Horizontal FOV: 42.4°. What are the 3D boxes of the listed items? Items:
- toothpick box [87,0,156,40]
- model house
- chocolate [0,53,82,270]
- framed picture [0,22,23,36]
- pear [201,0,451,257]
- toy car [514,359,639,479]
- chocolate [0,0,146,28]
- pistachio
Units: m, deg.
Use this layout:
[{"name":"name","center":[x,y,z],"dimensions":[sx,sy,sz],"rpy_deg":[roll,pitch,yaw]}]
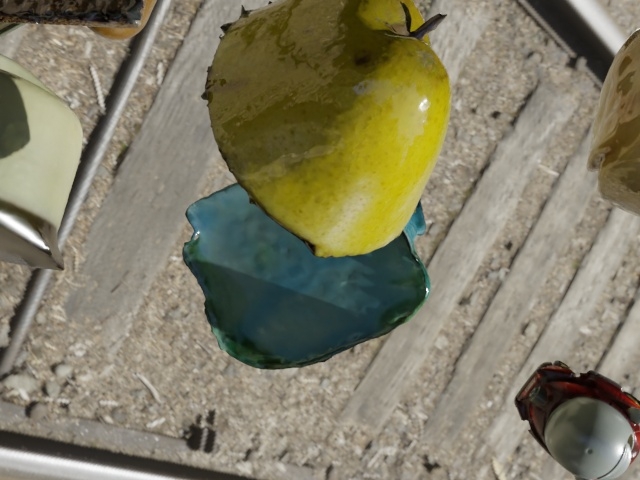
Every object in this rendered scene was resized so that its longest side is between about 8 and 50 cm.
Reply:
[{"name":"toothpick box","center":[-0.339,-0.519,1.554],"dimensions":[0.192,0.192,0.294],"rpy_deg":[13,142,-41]},{"name":"model house","center":[0.000,0.000,1.017],"dimensions":[0.261,0.241,0.226],"rpy_deg":[-22,98,18]},{"name":"chocolate","center":[-0.528,-0.143,1.339],"dimensions":[0.326,0.314,0.297],"rpy_deg":[44,64,-40]},{"name":"framed picture","center":[-0.657,-0.382,1.430],"dimensions":[0.213,0.289,0.016],"rpy_deg":[10,67,-58]},{"name":"pear","center":[0.036,-0.128,0.733],"dimensions":[0.267,0.178,0.267],"rpy_deg":[9,71,-29]},{"name":"toy car","center":[0.277,0.200,0.877],"dimensions":[0.112,0.139,0.112],"rpy_deg":[-57,172,14]},{"name":"chocolate","center":[-0.404,-0.355,1.217],"dimensions":[0.065,0.329,0.102],"rpy_deg":[62,34,-69]},{"name":"pistachio","center":[0.383,-0.112,0.816],"dimensions":[0.238,0.229,0.321],"rpy_deg":[-25,170,22]}]
